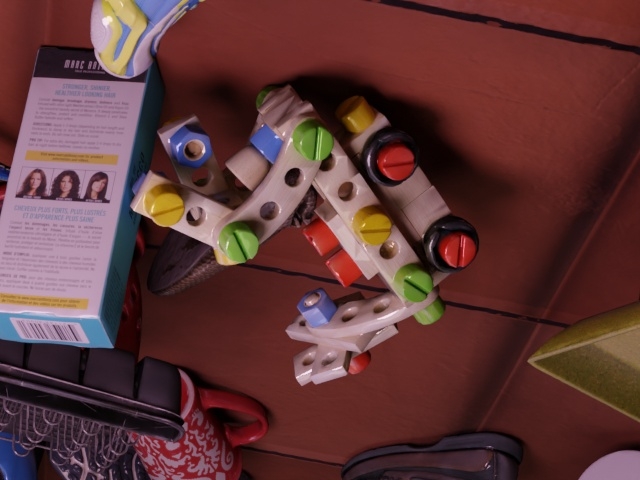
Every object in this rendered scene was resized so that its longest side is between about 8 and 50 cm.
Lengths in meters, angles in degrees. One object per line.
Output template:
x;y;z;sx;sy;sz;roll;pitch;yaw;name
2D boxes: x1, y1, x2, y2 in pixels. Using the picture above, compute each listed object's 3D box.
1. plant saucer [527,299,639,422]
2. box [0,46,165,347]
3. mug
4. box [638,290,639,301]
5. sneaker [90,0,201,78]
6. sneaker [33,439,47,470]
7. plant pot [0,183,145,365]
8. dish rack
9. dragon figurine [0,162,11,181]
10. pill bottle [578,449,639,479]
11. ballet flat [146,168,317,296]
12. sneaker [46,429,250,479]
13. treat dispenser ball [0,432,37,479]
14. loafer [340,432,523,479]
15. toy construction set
0.302;0.095;1.632;0.188;0.045;0.188;28;149;-30;plant saucer
-0.198;-0.037;1.606;0.100;0.244;0.060;4;153;10;box
-0.152;0.207;2.256;0.113;0.150;0.169;37;163;32;mug
0.388;0.093;1.796;0.191;0.143;0.381;5;154;11;box
-0.101;-0.191;1.449;0.126;0.091;0.240;9;152;0;sneaker
-0.436;0.285;2.467;0.121;0.111;0.300;28;146;-24;sneaker
-0.256;0.050;1.873;0.191;0.174;0.191;8;152;4;plant pot
-0.255;0.154;1.806;0.208;0.074;0.271;18;152;-18;dish rack
-0.343;-0.106;1.696;0.289;0.085;0.144;18;152;-14;dragon figurine
0.395;0.352;2.261;0.169;0.169;0.301;-6;150;27;pill bottle
-0.081;-0.004;1.825;0.058;0.084;0.250;26;143;-26;ballet flat
-0.226;0.307;2.438;0.283;0.110;0.122;27;152;-30;sneaker
-0.466;0.272;2.245;0.288;0.288;0.288;7;153;4;treat dispenser ball
0.119;0.287;2.311;0.096;0.084;0.267;30;147;-35;loafer
0.000;0.000;1.659;0.215;0.151;0.328;-38;133;-4;toy construction set
